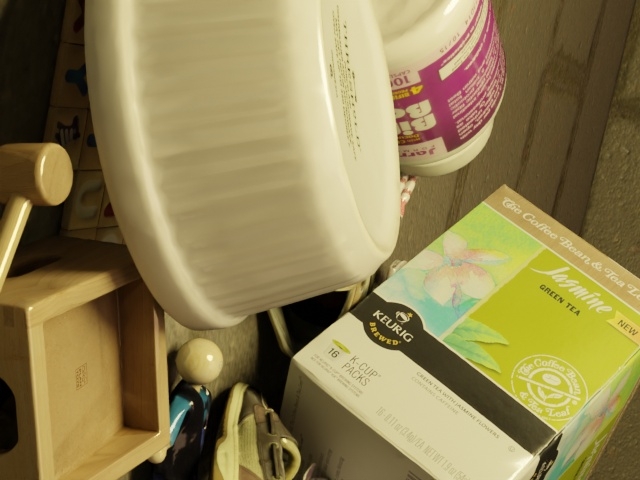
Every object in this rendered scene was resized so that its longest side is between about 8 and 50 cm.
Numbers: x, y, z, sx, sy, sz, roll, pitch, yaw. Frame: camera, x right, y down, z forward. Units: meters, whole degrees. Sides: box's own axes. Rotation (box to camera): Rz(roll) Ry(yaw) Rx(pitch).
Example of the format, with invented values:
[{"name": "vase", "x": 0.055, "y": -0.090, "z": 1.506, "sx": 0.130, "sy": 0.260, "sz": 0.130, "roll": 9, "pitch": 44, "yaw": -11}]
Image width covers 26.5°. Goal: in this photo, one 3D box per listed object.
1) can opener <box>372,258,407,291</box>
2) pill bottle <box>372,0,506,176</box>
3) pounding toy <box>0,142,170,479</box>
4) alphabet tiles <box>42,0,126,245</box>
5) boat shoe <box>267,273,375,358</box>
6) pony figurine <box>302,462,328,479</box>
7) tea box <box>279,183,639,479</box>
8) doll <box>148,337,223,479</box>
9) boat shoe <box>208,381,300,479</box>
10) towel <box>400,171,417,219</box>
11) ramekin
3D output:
[{"name": "can opener", "x": 0.066, "y": 0.155, "z": 1.536, "sx": 0.280, "sy": 0.093, "sz": 0.074, "roll": -70, "pitch": 162, "yaw": -2}, {"name": "pill bottle", "x": 0.070, "y": -0.164, "z": 1.173, "sx": 0.301, "sy": 0.169, "sz": 0.169, "roll": 52, "pitch": 55, "yaw": -66}, {"name": "pounding toy", "x": -0.175, "y": 0.044, "z": 0.756, "sx": 0.181, "sy": 0.094, "sz": 0.206, "roll": -28, "pitch": 121, "yaw": -59}, {"name": "alphabet tiles", "x": -0.127, "y": -0.087, "z": 0.910, "sx": 0.198, "sy": 0.009, "sz": 0.237, "roll": -10, "pitch": 113, "yaw": -70}, {"name": "boat shoe", "x": 0.000, "y": 0.000, "z": 1.179, "sx": 0.302, "sy": 0.113, "sz": 0.103, "roll": 81, "pitch": 24, "yaw": -52}, {"name": "pony figurine", "x": -0.020, "y": 0.406, "z": 1.104, "sx": 0.351, "sy": 0.363, "sz": 0.303, "roll": -59, "pitch": 172, "yaw": -60}, {"name": "tea box", "x": 0.132, "y": 0.183, "z": 1.317, "sx": 0.323, "sy": 0.220, "sz": 0.329, "roll": -39, "pitch": 155, "yaw": -34}, {"name": "doll", "x": -0.112, "y": 0.169, "z": 1.084, "sx": 0.129, "sy": 0.046, "sz": 0.189, "roll": -27, "pitch": 127, "yaw": -79}, {"name": "boat shoe", "x": -0.054, "y": 0.184, "z": 1.131, "sx": 0.223, "sy": 0.073, "sz": 0.080, "roll": -86, "pitch": -172, "yaw": -77}, {"name": "towel", "x": 0.075, "y": -0.074, "z": 1.385, "sx": 0.197, "sy": 0.029, "sz": 0.144, "roll": -67, "pitch": -171, "yaw": -29}, {"name": "ramekin", "x": -0.034, "y": -0.084, "z": 0.833, "sx": 0.273, "sy": 0.127, "sz": 0.273, "roll": -8, "pitch": 90, "yaw": -77}]
